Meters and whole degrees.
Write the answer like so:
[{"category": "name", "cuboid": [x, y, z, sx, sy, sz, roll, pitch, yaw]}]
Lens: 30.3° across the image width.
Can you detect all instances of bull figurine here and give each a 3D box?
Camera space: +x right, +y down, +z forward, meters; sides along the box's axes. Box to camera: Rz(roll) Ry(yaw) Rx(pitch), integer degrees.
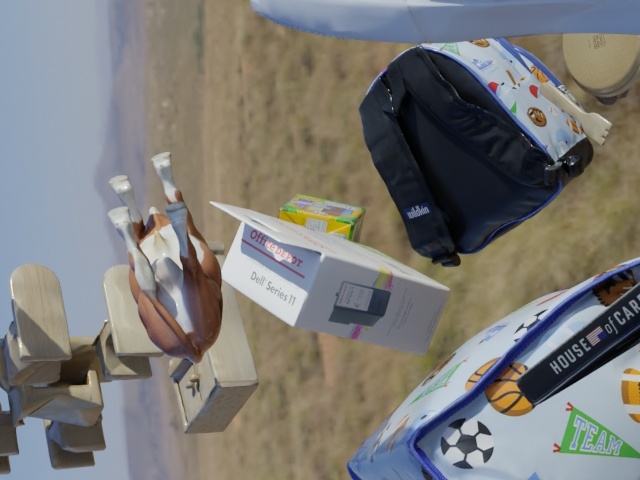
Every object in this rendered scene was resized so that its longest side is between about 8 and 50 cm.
[{"category": "bull figurine", "cuboid": [-0.171, 0.019, 1.312, 0.310, 0.101, 0.188, -131, 22, -65]}]

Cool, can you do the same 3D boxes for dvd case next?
[{"category": "dvd case", "cuboid": [0.273, 0.037, 0.902, 0.029, 0.239, 0.179, 54, 132, 14]}]

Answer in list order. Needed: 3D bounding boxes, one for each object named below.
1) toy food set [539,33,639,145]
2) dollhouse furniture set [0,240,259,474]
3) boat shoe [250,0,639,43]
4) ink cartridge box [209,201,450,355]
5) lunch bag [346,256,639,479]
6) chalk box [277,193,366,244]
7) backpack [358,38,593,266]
[{"category": "toy food set", "cuboid": [0.321, -0.216, 1.296, 0.132, 0.039, 0.192, 49, 131, 39]}, {"category": "dollhouse furniture set", "cuboid": [-0.325, 0.149, 1.772, 0.362, 0.394, 0.256, -55, 43, 46]}, {"category": "boat shoe", "cuboid": [0.108, -0.162, 0.627, 0.109, 0.302, 0.094, -64, -28, -64]}, {"category": "ink cartridge box", "cuboid": [-0.002, 0.058, 1.768, 0.207, 0.354, 0.119, 29, 99, 48]}, {"category": "lunch bag", "cuboid": [0.255, 0.169, 1.212, 0.239, 0.385, 0.328, 47, 163, 2]}, {"category": "chalk box", "cuboid": [0.000, 0.000, 2.067, 0.213, 0.132, 0.132, -46, -33, -75]}, {"category": "backpack", "cuboid": [0.195, -0.147, 1.528, 0.276, 0.263, 0.213, -39, 6, 44]}]
